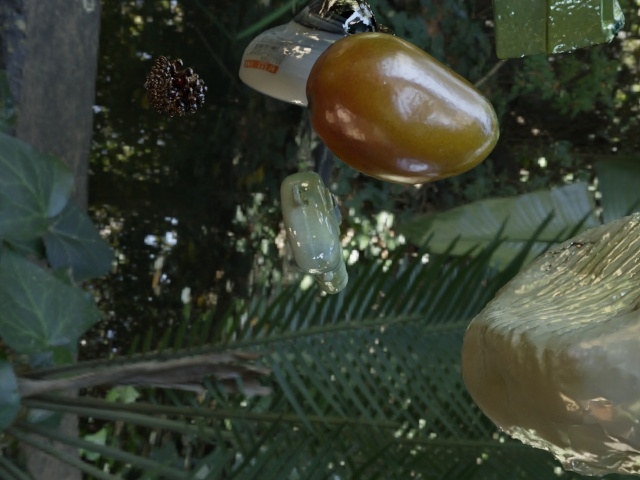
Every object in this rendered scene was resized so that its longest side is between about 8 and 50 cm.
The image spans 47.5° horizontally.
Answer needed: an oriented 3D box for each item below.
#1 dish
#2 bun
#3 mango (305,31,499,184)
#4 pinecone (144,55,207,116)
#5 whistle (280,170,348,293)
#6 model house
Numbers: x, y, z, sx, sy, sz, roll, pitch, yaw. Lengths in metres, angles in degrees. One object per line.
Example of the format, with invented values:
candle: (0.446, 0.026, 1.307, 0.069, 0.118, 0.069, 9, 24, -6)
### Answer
dish: (0.031, -0.273, 1.000, 0.273, 0.273, 0.134, -67, 169, -64)
bun: (0.205, 0.066, 0.452, 0.133, 0.231, 0.231, 62, 16, -9)
mango: (0.088, -0.138, 0.807, 0.152, 0.221, 0.120, -60, -175, -5)
pinecone: (-0.248, -0.257, 1.236, 0.109, 0.102, 0.102, 17, 77, -65)
whistle: (0.000, 0.000, 0.920, 0.258, 0.067, 0.126, 71, 8, -61)
model house: (0.381, -0.437, 1.197, 0.189, 0.214, 0.195, 62, 30, -49)
